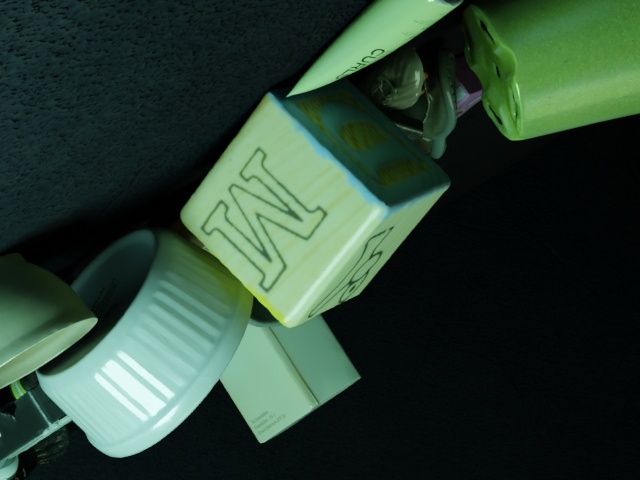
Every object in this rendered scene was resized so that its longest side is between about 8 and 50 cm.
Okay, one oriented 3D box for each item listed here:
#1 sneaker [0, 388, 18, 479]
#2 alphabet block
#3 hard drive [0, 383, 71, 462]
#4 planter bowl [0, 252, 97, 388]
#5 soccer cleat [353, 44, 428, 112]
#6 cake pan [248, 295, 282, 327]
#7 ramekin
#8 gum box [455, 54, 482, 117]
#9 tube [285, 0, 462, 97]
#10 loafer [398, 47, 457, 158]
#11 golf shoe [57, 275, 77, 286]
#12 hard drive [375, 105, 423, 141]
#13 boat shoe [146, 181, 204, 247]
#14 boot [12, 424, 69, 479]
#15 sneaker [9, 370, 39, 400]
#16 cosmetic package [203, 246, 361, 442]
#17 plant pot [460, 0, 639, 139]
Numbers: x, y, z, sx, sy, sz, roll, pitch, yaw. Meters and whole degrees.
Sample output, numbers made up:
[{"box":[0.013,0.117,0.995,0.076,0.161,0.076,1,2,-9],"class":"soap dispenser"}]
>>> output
[{"box":[-0.506,0.258,2.255,0.086,0.132,0.229,-29,-150,2],"class":"sneaker"},{"box":[-0.005,-0.048,1.731,0.197,0.193,0.192,-51,165,26],"class":"alphabet block"},{"box":[-0.298,0.182,2.077,0.339,0.064,0.237,-34,180,-40],"class":"hard drive"},{"box":[-0.335,0.082,1.612,0.162,0.109,0.162,-34,174,-4],"class":"planter bowl"},{"box":[0.071,-0.179,1.871,0.076,0.068,0.196,-21,171,-24],"class":"soccer cleat"},{"box":[0.000,0.000,2.026,0.293,0.054,0.293,-31,155,-16],"class":"cake pan"},{"box":[-0.213,0.105,1.748,0.273,0.127,0.273,-37,-152,24],"class":"ramekin"},{"box":[0.164,-0.195,2.217,0.188,0.062,0.107,-38,172,37],"class":"gum box"},{"box":[0.058,-0.214,1.573,0.070,0.062,0.240,19,149,-28],"class":"tube"},{"box":[0.133,-0.177,2.038,0.087,0.094,0.251,0,157,-2],"class":"loafer"},{"box":[-0.354,0.087,1.843,0.086,0.067,0.186,0,-163,27],"class":"golf shoe"},{"box":[0.046,-0.138,1.870,0.135,0.022,0.094,15,150,-22],"class":"hard drive"},{"box":[-0.123,-0.053,1.891,0.207,0.073,0.073,-28,-150,-20],"class":"boat shoe"},{"box":[-0.477,0.370,2.370,0.260,0.348,0.131,-18,127,-50],"class":"boot"},{"box":[-0.324,0.156,2.286,0.300,0.111,0.121,-33,170,-25],"class":"sneaker"},{"box":[-0.096,0.116,2.179,0.113,0.309,0.160,-29,171,-41],"class":"cosmetic package"},{"box":[0.320,-0.248,1.861,0.254,0.276,0.276,-20,172,-8],"class":"plant pot"}]
